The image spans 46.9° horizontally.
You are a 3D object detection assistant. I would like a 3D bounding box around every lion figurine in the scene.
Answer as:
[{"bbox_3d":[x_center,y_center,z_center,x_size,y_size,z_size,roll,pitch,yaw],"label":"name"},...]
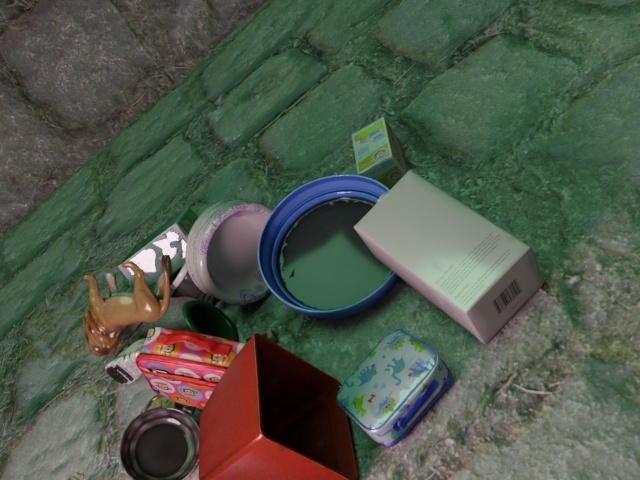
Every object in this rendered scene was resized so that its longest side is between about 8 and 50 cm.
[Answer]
[{"bbox_3d":[-0.551,0.192,2.123,0.392,0.142,0.240,-19,81,35],"label":"lion figurine"}]

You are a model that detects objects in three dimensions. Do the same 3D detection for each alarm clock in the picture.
[{"bbox_3d":[-0.391,0.447,1.904,0.192,0.064,0.129,-44,35,0],"label":"alarm clock"}]

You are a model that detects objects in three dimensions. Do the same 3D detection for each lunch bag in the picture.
[{"bbox_3d":[-0.273,0.297,1.725,0.293,0.258,0.120,8,53,14],"label":"lunch bag"},{"bbox_3d":[0.152,0.304,1.520,0.219,0.090,0.176,-48,34,-9],"label":"lunch bag"}]

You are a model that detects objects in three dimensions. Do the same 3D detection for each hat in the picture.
[{"bbox_3d":[-0.341,0.281,1.997,0.183,0.208,0.173,-48,72,19],"label":"hat"}]

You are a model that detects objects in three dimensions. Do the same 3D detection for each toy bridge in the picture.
[{"bbox_3d":[-0.191,0.283,1.925,0.188,0.026,0.063,-35,34,10],"label":"toy bridge"}]

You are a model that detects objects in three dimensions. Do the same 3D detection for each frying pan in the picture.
[{"bbox_3d":[-0.375,0.446,1.816,0.197,0.053,0.326,9,58,1],"label":"frying pan"}]

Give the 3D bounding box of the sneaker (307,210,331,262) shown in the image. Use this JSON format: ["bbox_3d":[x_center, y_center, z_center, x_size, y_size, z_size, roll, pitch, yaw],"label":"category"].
[{"bbox_3d":[0.000,0.000,1.992,0.108,0.100,0.271,-3,50,48],"label":"sneaker"}]

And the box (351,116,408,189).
[{"bbox_3d":[0.168,-0.235,2.080,0.114,0.103,0.203,-28,37,20],"label":"box"}]

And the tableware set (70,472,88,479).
[{"bbox_3d":[-0.649,0.671,1.940,0.154,0.024,0.104,8,58,47],"label":"tableware set"}]

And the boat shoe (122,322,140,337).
[{"bbox_3d":[-0.595,0.253,2.323,0.137,0.049,0.043,-44,32,-9],"label":"boat shoe"}]

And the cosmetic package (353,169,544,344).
[{"bbox_3d":[0.270,0.026,1.590,0.197,0.155,0.365,-44,47,-5],"label":"cosmetic package"}]

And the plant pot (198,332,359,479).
[{"bbox_3d":[-0.110,0.406,1.535,0.236,0.267,0.267,-41,32,22],"label":"plant pot"}]

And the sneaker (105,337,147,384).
[{"bbox_3d":[-0.487,0.324,2.100,0.292,0.110,0.118,-15,33,34],"label":"sneaker"}]

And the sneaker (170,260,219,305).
[{"bbox_3d":[-0.365,0.147,2.184,0.104,0.147,0.296,-62,8,-19],"label":"sneaker"}]

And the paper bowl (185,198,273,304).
[{"bbox_3d":[-0.237,0.026,2.023,0.148,0.284,0.284,14,62,51],"label":"paper bowl"}]

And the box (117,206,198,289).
[{"bbox_3d":[-0.483,0.030,2.325,0.231,0.127,0.262,-37,12,8],"label":"box"}]

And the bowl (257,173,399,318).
[{"bbox_3d":[0.036,0.015,1.849,0.391,0.077,0.391,-9,59,15],"label":"bowl"}]
